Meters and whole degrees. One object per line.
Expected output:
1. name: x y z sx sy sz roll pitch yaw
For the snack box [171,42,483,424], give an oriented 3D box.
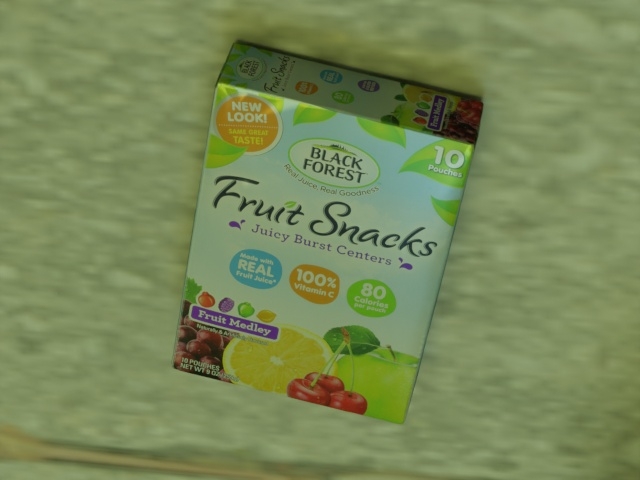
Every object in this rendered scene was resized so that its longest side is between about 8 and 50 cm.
1. snack box: 0.000 0.000 0.785 0.100 0.037 0.141 13 126 1
